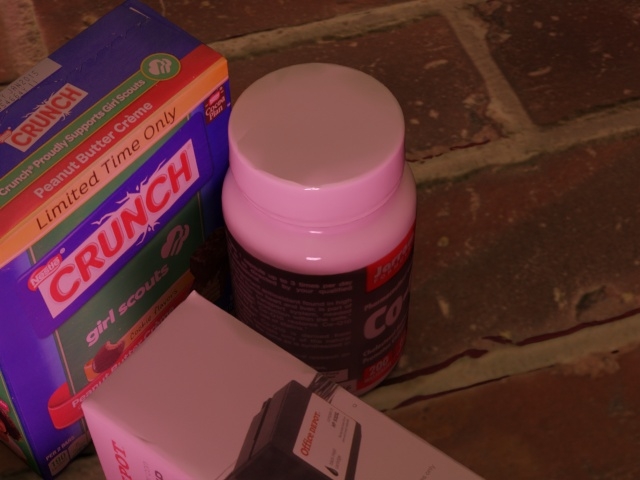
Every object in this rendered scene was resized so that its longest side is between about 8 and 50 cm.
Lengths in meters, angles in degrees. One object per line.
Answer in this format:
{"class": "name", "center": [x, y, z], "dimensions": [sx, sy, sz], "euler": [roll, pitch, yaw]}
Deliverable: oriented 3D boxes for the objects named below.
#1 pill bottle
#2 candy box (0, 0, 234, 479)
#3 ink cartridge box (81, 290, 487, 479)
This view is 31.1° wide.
{"class": "pill bottle", "center": [0.000, 0.000, 0.981], "dimensions": [0.161, 0.283, 0.161], "euler": [0, 51, 0]}
{"class": "candy box", "center": [-0.192, 0.007, 0.955], "dimensions": [0.122, 0.317, 0.268], "euler": [32, 58, 24]}
{"class": "ink cartridge box", "center": [-0.010, 0.212, 0.847], "dimensions": [0.307, 0.223, 0.129], "euler": [31, 58, 23]}
